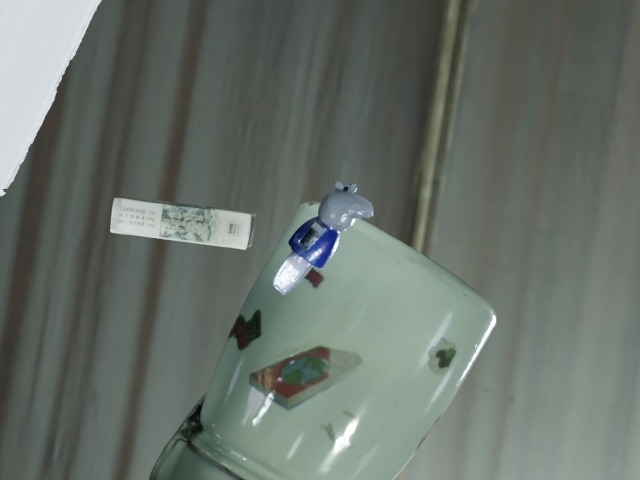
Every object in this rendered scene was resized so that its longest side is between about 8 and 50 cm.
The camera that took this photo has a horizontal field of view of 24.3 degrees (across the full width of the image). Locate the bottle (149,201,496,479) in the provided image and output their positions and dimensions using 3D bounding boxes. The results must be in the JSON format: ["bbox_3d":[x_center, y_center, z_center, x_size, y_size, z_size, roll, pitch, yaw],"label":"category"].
[{"bbox_3d":[-0.011,0.165,1.328,0.229,0.352,0.229,29,175,3],"label":"bottle"}]

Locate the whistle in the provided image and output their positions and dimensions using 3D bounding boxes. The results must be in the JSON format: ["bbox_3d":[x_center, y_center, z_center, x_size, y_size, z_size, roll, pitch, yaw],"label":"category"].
[{"bbox_3d":[0.000,0.000,0.930,0.033,0.083,0.029,42,-171,23],"label":"whistle"}]

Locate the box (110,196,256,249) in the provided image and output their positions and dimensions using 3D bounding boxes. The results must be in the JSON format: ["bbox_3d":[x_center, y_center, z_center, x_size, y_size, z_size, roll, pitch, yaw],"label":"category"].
[{"bbox_3d":[-0.083,-0.011,0.905,0.083,0.024,0.054,7,180,0],"label":"box"}]

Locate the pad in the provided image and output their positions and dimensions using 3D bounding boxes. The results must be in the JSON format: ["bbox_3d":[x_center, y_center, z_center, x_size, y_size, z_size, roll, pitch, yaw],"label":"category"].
[{"bbox_3d":[-0.146,-0.131,0.754,0.004,0.232,0.156,31,168,-36],"label":"pad"}]
